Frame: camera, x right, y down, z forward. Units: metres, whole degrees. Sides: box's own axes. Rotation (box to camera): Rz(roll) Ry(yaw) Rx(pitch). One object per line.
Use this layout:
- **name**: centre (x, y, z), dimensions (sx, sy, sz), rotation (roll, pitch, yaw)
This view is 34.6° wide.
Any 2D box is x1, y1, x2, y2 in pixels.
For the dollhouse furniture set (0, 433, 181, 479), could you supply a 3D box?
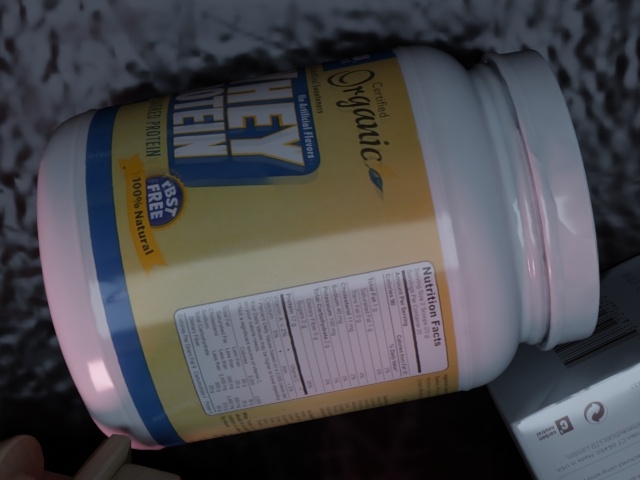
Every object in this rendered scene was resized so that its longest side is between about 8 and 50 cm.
- **dollhouse furniture set**: centre (-0.169, 0.241, 0.358), dimensions (0.174, 0.355, 0.303), rotation (10, 116, 13)

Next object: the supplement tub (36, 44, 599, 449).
- **supplement tub**: centre (0.000, 0.000, 0.428), dimensions (0.199, 0.144, 0.144), rotation (-11, 106, 2)

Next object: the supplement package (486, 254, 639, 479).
- **supplement package**: centre (0.160, 0.116, 0.485), dimensions (0.105, 0.105, 0.179), rotation (-27, 105, 4)
